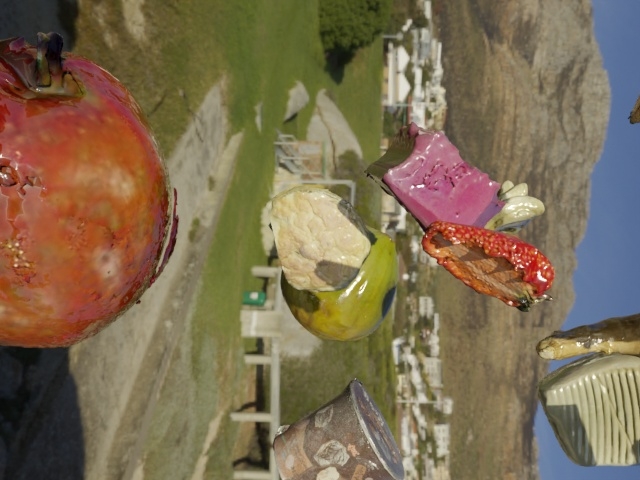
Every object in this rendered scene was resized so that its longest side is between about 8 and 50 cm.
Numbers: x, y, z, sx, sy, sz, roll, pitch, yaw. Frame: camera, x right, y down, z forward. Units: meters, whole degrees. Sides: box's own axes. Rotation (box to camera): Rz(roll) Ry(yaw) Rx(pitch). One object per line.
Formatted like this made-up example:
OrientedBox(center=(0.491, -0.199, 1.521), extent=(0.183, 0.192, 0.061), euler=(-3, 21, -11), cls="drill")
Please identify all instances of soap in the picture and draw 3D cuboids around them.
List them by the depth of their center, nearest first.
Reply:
OrientedBox(center=(0.186, -0.090, 0.978), extent=(0.127, 0.220, 0.325), euler=(-46, -170, 8), cls="soap")

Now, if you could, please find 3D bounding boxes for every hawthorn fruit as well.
OrientedBox(center=(-0.297, -0.043, 0.566), extent=(0.316, 0.315, 0.316), euler=(1, 90, -89), cls="hawthorn fruit")

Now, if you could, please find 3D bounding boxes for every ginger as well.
OrientedBox(center=(0.541, 0.182, 1.050), extent=(0.131, 0.294, 0.086), euler=(-87, 163, -57), cls="ginger")

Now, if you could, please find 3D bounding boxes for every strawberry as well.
OrientedBox(center=(0.185, 0.021, 0.634), extent=(0.048, 0.152, 0.104), euler=(-52, 175, -26), cls="strawberry")

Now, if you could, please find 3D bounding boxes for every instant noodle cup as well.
OrientedBox(center=(0.033, 0.428, 1.190), extent=(0.217, 0.207, 0.217), euler=(57, 8, -12), cls="instant noodle cup")

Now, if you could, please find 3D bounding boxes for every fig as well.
OrientedBox(center=(0.065, 0.108, 1.627), extent=(0.343, 0.343, 0.343), euler=(1, 90, -89), cls="fig")

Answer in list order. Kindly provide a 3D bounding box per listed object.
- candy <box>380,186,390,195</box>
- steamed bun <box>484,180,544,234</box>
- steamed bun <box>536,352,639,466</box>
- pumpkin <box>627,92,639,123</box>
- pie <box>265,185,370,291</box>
OrientedBox(center=(0.161, -0.139, 1.194), extent=(0.103, 0.043, 0.103), euler=(-6, -98, 54), cls="candy")
OrientedBox(center=(0.384, -0.065, 1.572), extent=(0.428, 0.247, 0.189), euler=(114, -43, -74), cls="steamed bun")
OrientedBox(center=(0.714, 0.352, 1.323), extent=(0.236, 0.383, 0.247), euler=(-21, 88, -62), cls="steamed bun")
OrientedBox(center=(0.542, -0.246, 0.824), extent=(0.254, 0.130, 0.149), euler=(16, 91, -71), cls="pumpkin")
OrientedBox(center=(-0.001, 0.001, 1.071), extent=(0.052, 0.185, 0.218), euler=(-51, 132, -61), cls="pie")
